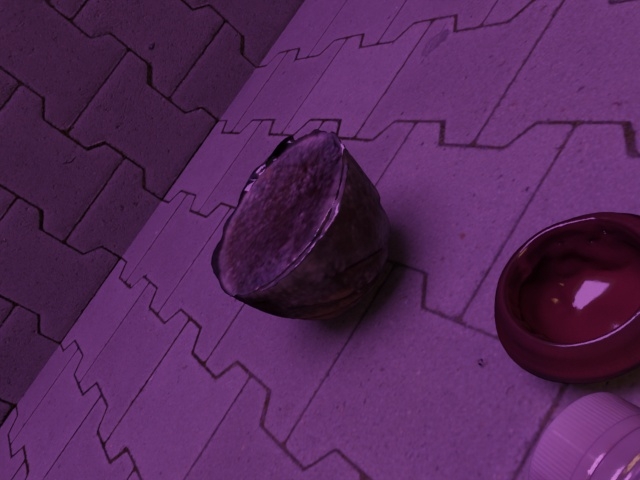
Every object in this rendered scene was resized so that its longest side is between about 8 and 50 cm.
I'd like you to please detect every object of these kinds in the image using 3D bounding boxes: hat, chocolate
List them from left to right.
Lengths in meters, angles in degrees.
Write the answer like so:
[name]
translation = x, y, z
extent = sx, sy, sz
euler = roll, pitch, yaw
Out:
[chocolate]
translation = 0.000, 0.000, 0.967
extent = 0.303, 0.213, 0.303
euler = -32, 39, 31
[hat]
translation = 0.284, 0.063, 0.640
extent = 0.205, 0.089, 0.205
euler = -29, 39, 27

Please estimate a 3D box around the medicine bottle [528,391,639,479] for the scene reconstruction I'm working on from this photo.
[medicine bottle]
translation = 0.283, 0.221, 0.430
extent = 0.133, 0.133, 0.250
euler = -53, 30, -1
